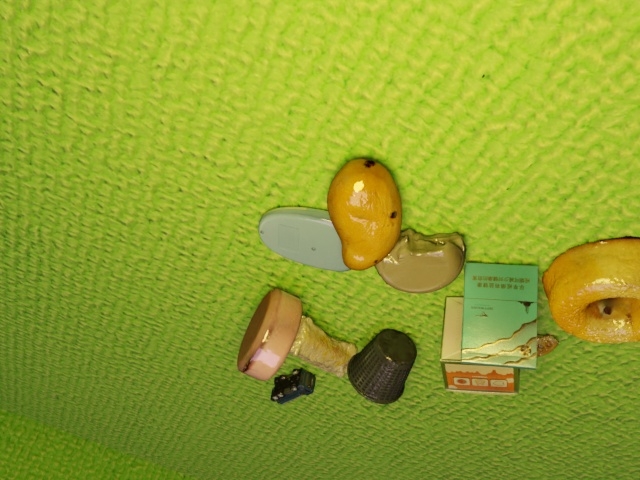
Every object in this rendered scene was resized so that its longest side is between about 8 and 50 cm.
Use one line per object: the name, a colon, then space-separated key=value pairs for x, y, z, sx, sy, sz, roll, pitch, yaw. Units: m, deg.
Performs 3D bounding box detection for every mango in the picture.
mango: x=0.093 y=-0.055 z=1.275 sx=0.157 sy=0.109 sz=0.262 roll=0 pitch=127 yaw=3

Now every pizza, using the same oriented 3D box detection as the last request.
pizza: x=0.549 y=0.273 z=1.573 sx=0.109 sy=0.026 sz=0.123 roll=26 pitch=139 yaw=-8

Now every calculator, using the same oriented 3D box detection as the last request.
calculator: x=0.000 y=0.000 z=1.427 sx=0.303 sy=0.042 sz=0.188 roll=13 pitch=139 yaw=8

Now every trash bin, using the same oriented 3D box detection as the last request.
trash bin: x=0.180 y=0.334 z=1.668 sx=0.176 sy=0.175 sz=0.161 roll=19 pitch=129 yaw=-4

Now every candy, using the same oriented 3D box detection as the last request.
candy: x=-0.136 y=0.252 z=1.589 sx=0.094 sy=0.255 sz=0.255 roll=26 pitch=138 yaw=-12

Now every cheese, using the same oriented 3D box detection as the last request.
cheese: x=0.234 y=0.042 z=1.365 sx=0.203 sy=0.091 sz=0.175 roll=-16 pitch=130 yaw=29

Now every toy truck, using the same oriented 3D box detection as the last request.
toy truck: x=-0.097 y=0.487 z=1.982 sx=0.088 sy=0.074 sz=0.202 roll=31 pitch=138 yaw=-24

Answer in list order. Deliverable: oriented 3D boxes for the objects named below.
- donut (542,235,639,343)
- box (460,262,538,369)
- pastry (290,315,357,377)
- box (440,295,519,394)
donut: x=0.644 y=0.125 z=1.314 sx=0.303 sy=0.110 sz=0.302 roll=9 pitch=140 yaw=8
box: x=0.401 y=0.167 z=1.354 sx=0.162 sy=0.229 sz=0.041 roll=2 pitch=165 yaw=16
pastry: x=-0.001 y=0.300 z=1.706 sx=0.089 sy=0.121 sz=0.258 roll=20 pitch=171 yaw=47
box: x=0.391 y=0.254 z=1.471 sx=0.178 sy=0.194 sz=0.148 roll=-2 pitch=137 yaw=18
